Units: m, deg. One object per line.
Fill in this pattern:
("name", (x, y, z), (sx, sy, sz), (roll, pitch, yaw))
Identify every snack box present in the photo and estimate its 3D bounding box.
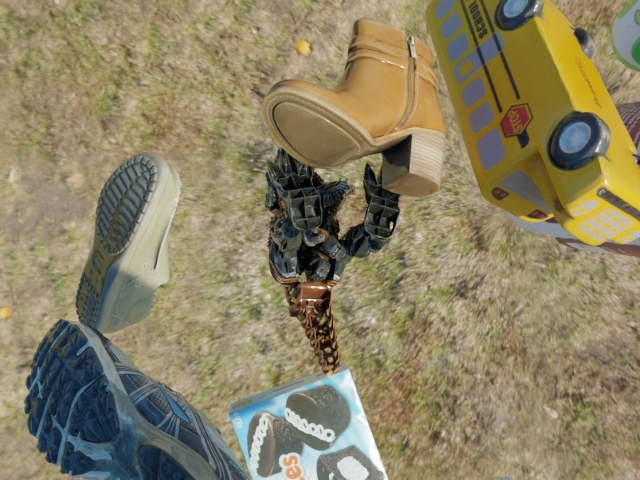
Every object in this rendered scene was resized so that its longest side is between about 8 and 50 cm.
("snack box", (0.005, 0.364, 1.073), (0.187, 0.060, 0.321), (-20, 95, -4))

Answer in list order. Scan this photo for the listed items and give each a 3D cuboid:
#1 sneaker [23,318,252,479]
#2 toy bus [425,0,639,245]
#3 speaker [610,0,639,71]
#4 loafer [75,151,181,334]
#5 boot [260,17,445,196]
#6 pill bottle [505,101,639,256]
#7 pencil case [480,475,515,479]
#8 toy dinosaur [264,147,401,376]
("sneaker", (-0.164, 0.181, 0.667), (0.283, 0.122, 0.110), (41, 102, 28))
("toy bus", (0.206, -0.138, 0.706), (0.130, 0.108, 0.332), (-37, 46, 34))
("speaker", (0.528, -0.349, 1.030), (0.131, 0.296, 0.131), (0, 79, -1))
("loafer", (-0.234, 0.006, 0.919), (0.102, 0.092, 0.268), (48, 122, 33))
("boot", (0.032, -0.134, 0.629), (0.073, 0.197, 0.152), (-20, 59, 42))
("pill bottle", (0.450, -0.090, 1.057), (0.224, 0.392, 0.224), (-2, 96, -22))
("pencil case", (0.302, 0.472, 1.187), (0.124, 0.273, 0.113), (-43, 82, 1))
("toy dinosaur", (0.000, 0.000, 0.900), (0.321, 0.164, 0.218), (61, 147, 20))
